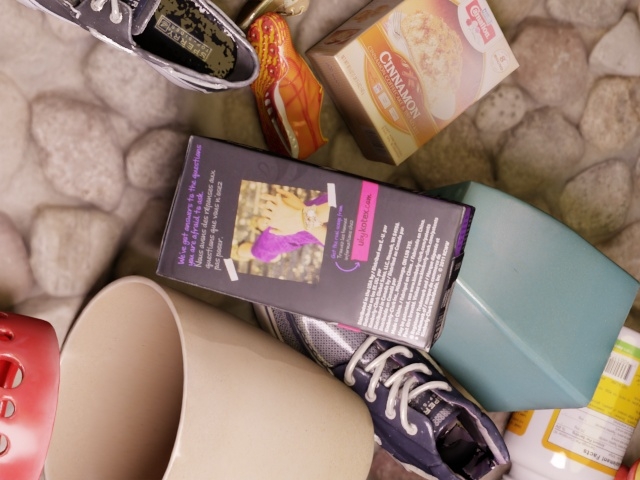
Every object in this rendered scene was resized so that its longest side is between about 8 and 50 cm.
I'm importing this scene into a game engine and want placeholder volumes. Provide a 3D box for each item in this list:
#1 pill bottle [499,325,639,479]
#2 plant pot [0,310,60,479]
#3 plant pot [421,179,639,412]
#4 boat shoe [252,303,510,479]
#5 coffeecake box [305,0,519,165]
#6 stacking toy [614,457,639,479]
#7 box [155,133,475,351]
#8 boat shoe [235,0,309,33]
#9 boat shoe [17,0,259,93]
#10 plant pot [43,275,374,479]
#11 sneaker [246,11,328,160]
[{"bbox_3d":[0.292,0.209,1.807,0.136,0.136,0.245,25,88,-31],"label":"pill bottle"},{"bbox_3d":[-0.345,0.147,1.416,0.174,0.191,0.191,15,92,-22],"label":"plant pot"},{"bbox_3d":[0.187,0.051,1.690,0.234,0.166,0.165,40,62,-23],"label":"plant pot"},{"bbox_3d":[0.073,0.138,1.658,0.127,0.158,0.340,-50,119,-12],"label":"boat shoe"},{"bbox_3d":[0.100,-0.192,1.659,0.185,0.068,0.142,-40,115,-17],"label":"coffeecake box"},{"bbox_3d":[0.411,0.417,1.915,0.279,0.130,0.309,18,68,-53],"label":"stacking toy"},{"bbox_3d":[0.000,0.000,1.515,0.270,0.165,0.143,16,93,8],"label":"box"},{"bbox_3d":[-0.029,-0.251,1.586,0.135,0.050,0.045,-45,112,-14],"label":"boat shoe"},{"bbox_3d":[-0.185,-0.228,1.473,0.301,0.102,0.108,34,83,-30],"label":"boat shoe"},{"bbox_3d":[-0.091,0.188,1.535,0.274,0.256,0.256,16,92,-36],"label":"plant pot"},{"bbox_3d":[-0.033,-0.161,1.588,0.067,0.064,0.175,-36,137,-26],"label":"sneaker"}]
